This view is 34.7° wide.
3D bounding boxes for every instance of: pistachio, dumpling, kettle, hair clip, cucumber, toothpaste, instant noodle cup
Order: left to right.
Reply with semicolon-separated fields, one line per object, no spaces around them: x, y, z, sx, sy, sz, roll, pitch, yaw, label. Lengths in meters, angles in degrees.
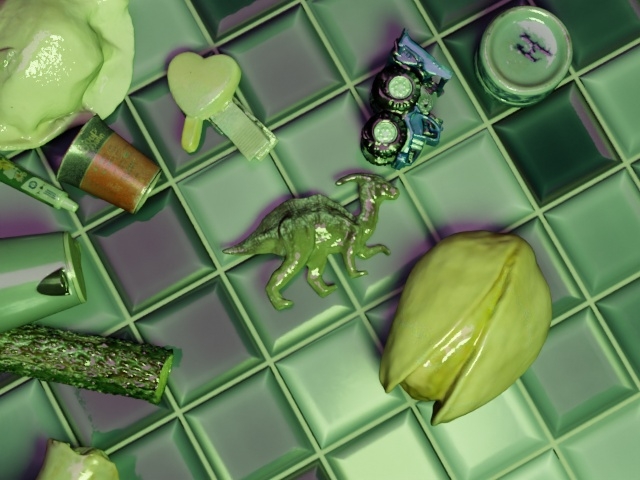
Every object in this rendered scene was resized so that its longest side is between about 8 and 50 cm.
-0.485;0.061;1.560;0.243;0.210;0.160;-13;105;-9;kettle
-0.483;-0.099;1.657;0.204;0.031;0.049;27;83;4;toothpaste
-0.427;-0.283;1.634;0.242;0.187;0.318;23;93;-37;dumpling
-0.414;0.180;1.603;0.359;0.096;0.096;11;84;4;cucumber
-0.330;-0.112;1.622;0.135;0.127;0.127;31;85;-5;instant noodle cup
-0.172;-0.211;1.655;0.159;0.071;0.218;-43;82;-2;hair clip
0.220;0.125;1.534;0.229;0.238;0.321;34;70;7;pistachio

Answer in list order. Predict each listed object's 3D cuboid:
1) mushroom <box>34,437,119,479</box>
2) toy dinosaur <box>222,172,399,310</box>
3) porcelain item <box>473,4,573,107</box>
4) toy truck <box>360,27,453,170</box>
-0.410;0.445;1.516;0.297;0.297;0.290;15;48;1;mushroom
0.000;0.001;1.629;0.294;0.077;0.162;-22;80;-17;toy dinosaur
0.321;-0.291;1.635;0.147;0.114;0.147;0;86;1;porcelain item
0.139;-0.219;1.629;0.126;0.113;0.208;12;86;1;toy truck
